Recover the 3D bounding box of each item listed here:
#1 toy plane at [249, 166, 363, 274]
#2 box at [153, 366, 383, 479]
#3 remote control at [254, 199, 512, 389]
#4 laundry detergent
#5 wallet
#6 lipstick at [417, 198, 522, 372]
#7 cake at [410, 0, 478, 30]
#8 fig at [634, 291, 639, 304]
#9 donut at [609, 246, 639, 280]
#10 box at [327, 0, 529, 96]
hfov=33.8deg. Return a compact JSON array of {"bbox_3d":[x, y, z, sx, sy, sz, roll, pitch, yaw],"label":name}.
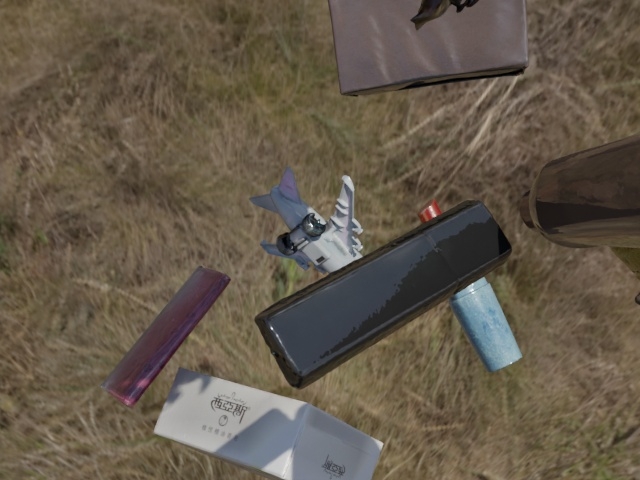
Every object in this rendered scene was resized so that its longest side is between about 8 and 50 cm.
[{"bbox_3d":[0.000,0.000,1.158,0.171,0.162,0.065,52,44,-2],"label":"toy plane"},{"bbox_3d":[-0.074,0.278,1.492,0.260,0.194,0.111,11,73,41],"label":"box"},{"bbox_3d":[0.054,0.032,0.771,0.245,0.025,0.063,-28,82,-39],"label":"remote control"},{"bbox_3d":[0.251,-0.028,0.762,0.171,0.237,0.076,4,85,-14],"label":"laundry detergent"},{"bbox_3d":[-0.223,0.134,1.518,0.025,0.119,0.232,44,75,-22],"label":"wallet"},{"bbox_3d":[0.218,0.065,1.599,0.068,0.061,0.274,-25,86,-20],"label":"lipstick"},{"bbox_3d":[0.015,-0.294,0.682,0.321,0.332,0.332,47,73,-6],"label":"cake"},{"bbox_3d":[0.212,0.049,0.512,0.089,0.125,0.089,-6,102,-29],"label":"fig"},{"bbox_3d":[0.480,-0.058,1.398,0.128,0.208,0.261,35,33,-15],"label":"donut"},{"bbox_3d":[0.142,-0.276,1.374,0.252,0.188,0.153,-6,95,9],"label":"box"}]
